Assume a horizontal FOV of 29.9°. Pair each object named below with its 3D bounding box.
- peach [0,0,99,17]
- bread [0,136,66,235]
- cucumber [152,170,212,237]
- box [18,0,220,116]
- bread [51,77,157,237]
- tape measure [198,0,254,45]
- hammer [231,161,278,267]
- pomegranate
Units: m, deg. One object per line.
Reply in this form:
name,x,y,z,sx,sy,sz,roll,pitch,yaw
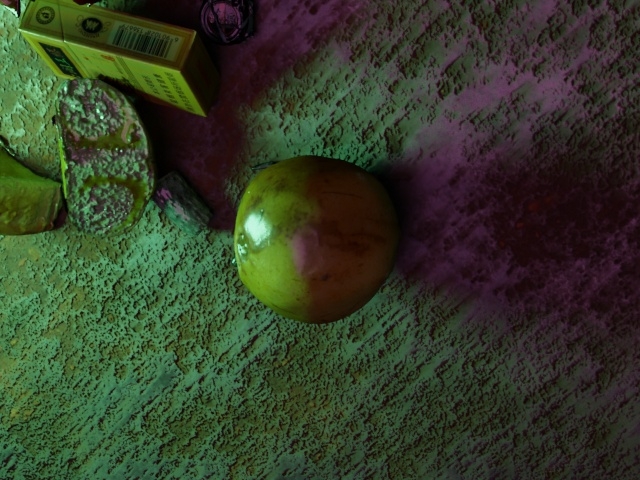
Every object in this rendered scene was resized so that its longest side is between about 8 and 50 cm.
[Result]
peach,-0.407,-0.541,1.700,0.406,0.335,0.310,44,124,1
bread,-0.546,-0.092,2.084,0.160,0.169,0.140,52,126,42
cucumber,-0.229,-0.058,1.979,0.064,0.064,0.112,-40,93,27
box,-0.306,-0.287,1.855,0.274,0.174,0.076,16,75,12
bread,-0.350,-0.150,1.941,0.158,0.156,0.261,-5,132,-11
tape measure,-0.145,-0.348,1.843,0.091,0.054,0.094,15,108,15
hammer,-0.105,-0.042,1.964,0.078,0.021,0.201,29,116,7
pomegranate,0.000,0.000,1.816,0.264,0.264,0.264,7,112,17
